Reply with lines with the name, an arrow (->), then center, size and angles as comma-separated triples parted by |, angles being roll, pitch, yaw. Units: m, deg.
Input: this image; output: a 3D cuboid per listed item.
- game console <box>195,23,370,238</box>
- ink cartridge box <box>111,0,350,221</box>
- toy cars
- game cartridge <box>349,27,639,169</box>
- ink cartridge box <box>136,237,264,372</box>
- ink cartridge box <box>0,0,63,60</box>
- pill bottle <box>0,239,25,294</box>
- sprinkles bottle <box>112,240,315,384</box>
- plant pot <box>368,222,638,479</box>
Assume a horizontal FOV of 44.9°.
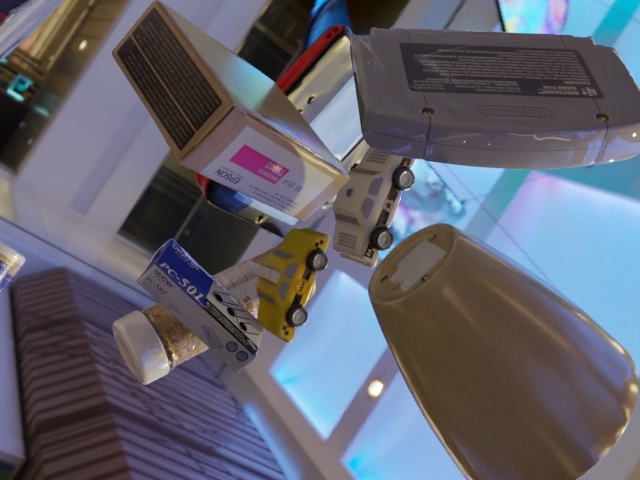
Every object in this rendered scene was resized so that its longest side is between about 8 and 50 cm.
game console -> -0.011, -0.159, 1.317 | 0.342, 0.386, 0.060 | -43, -113, 9
ink cartridge box -> -0.098, -0.140, 0.883 | 0.088, 0.234, 0.193 | -43, -122, 14
toy cars -> 0.000, 0.000, 1.199 | 0.393, 0.087, 0.177 | -45, -140, 32
game cartridge -> 0.184, -0.153, 0.816 | 0.062, 0.297, 0.198 | 96, -6, -47
ink cartridge box -> -0.177, 0.098, 1.177 | 0.046, 0.207, 0.097 | -40, -165, 19
ink cartridge box -> -0.429, -0.319, 1.066 | 0.330, 0.071, 0.324 | -28, -155, 38
pill bottle -> -0.525, 0.071, 1.110 | 0.187, 0.112, 0.112 | -57, -153, -11
sprinkles bottle -> -0.182, 0.121, 1.376 | 0.355, 0.121, 0.121 | -26, -163, -25
plant pot -> 0.190, 0.117, 0.923 | 0.256, 0.274, 0.256 | -36, -159, 16
